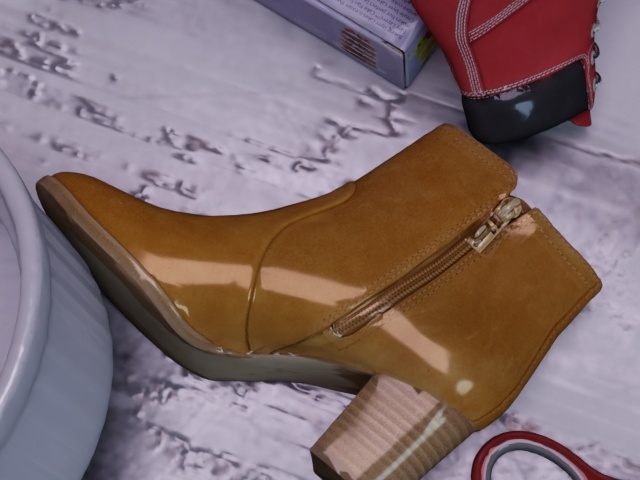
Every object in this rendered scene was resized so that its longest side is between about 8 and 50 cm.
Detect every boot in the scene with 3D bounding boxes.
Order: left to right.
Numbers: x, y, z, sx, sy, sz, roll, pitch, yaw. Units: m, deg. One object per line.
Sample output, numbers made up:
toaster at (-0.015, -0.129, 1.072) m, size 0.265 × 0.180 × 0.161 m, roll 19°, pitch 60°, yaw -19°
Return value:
boot at (0.001, 0.000, 1.014) m, size 0.295 × 0.104 × 0.211 m, roll 39°, pitch 73°, yaw 10°
boot at (0.163, -0.172, 1.038) m, size 0.244 × 0.176 × 0.088 m, roll -38°, pitch 32°, yaw -17°

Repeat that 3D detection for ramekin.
ramekin at (-0.250, 0.068, 0.948) m, size 0.277 × 0.135 × 0.277 m, roll -8°, pitch 65°, yaw 17°

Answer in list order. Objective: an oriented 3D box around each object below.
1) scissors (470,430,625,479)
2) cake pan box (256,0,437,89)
scissors at (0.224, 0.166, 0.986) m, size 0.297 × 0.021 × 0.109 m, roll 1°, pitch 71°, yaw 3°
cake pan box at (0.011, -0.265, 1.100) m, size 0.267 × 0.070 × 0.245 m, roll 31°, pitch 76°, yaw 11°
